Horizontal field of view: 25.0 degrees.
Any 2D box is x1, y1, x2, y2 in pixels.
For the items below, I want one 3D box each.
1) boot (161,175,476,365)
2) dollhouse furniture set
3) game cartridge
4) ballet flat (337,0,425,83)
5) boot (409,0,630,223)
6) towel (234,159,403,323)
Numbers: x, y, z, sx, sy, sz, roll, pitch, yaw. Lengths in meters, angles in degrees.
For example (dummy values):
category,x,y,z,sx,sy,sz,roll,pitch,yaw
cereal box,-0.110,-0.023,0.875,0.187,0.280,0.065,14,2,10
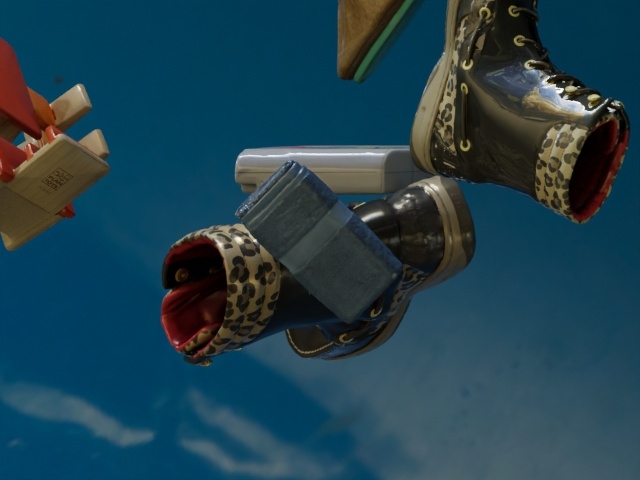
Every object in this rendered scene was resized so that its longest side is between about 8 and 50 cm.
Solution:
category,x,y,z,sx,sy,sz,roll,pitch,yaw
boot,-0.035,0.056,1.536,0.377,0.284,0.138,-38,-113,58
dollhouse furniture set,-0.307,-0.129,1.425,0.135,0.262,0.259,-37,-129,14
game cartridge,0.038,-0.083,1.669,0.196,0.294,0.060,5,-84,14
ballet flat,0.092,-0.301,1.298,0.124,0.116,0.342,41,-62,0
boot,0.178,-0.141,1.150,0.178,0.085,0.236,28,-76,45
towel,0.000,0.000,1.067,0.067,0.029,0.119,-43,-82,15
